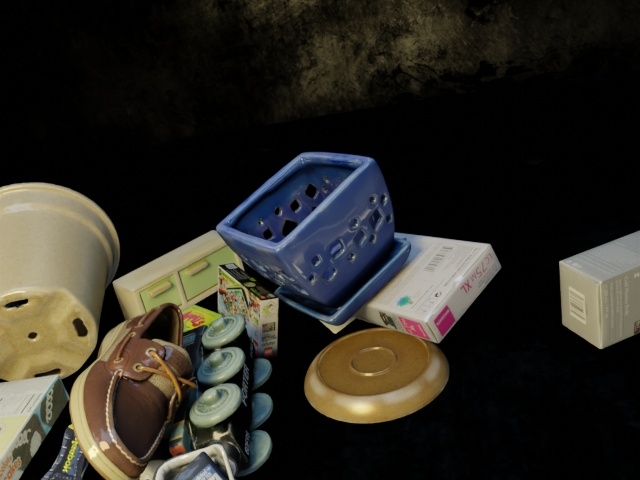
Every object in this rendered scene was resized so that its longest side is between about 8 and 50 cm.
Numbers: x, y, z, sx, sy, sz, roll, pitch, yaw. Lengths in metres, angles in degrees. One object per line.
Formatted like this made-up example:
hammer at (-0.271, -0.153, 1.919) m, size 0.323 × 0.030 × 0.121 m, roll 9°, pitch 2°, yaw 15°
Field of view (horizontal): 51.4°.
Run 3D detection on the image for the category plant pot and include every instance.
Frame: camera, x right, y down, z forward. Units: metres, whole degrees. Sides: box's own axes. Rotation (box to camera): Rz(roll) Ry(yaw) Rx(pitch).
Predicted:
plant pot at (0.000, 0.000, 1.152) m, size 0.236 × 0.212 × 0.236 m, roll -43°, pitch 28°, yaw -19°
plant pot at (-0.556, 0.101, 1.301) m, size 0.334 × 0.333 × 0.305 m, roll -17°, pitch 35°, yaw -11°
plant pot at (0.086, 0.203, 1.071) m, size 0.236 × 0.032 × 0.236 m, roll -10°, pitch 23°, yaw 4°

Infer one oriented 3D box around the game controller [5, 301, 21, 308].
game controller at (-0.776, 0.224, 1.419) m, size 0.166 × 0.067 × 0.319 m, roll -21°, pitch 20°, yaw 16°

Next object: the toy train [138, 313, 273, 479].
toy train at (-0.178, 0.242, 0.997) m, size 0.190 × 0.142 × 0.334 m, roll -23°, pitch 25°, yaw 7°

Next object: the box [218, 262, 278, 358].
box at (-0.139, 0.126, 1.243) m, size 0.036 × 0.114 × 0.207 m, roll -7°, pitch 18°, yaw -29°

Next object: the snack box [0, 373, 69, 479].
snack box at (-0.546, 0.337, 1.033) m, size 0.187 × 0.060 × 0.322 m, roll -9°, pitch 24°, yaw 9°

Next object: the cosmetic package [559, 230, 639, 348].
cosmetic package at (0.510, 0.064, 1.067) m, size 0.238 × 0.127 × 0.107 m, roll -19°, pitch 24°, yaw -12°

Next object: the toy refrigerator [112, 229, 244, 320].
toy refrigerator at (-0.297, 0.082, 1.438) m, size 0.094 × 0.102 × 0.269 m, roll 13°, pitch 33°, yaw 44°

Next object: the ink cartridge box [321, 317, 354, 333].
ink cartridge box at (0.087, 0.093, 1.323) m, size 0.232 × 0.066 × 0.189 m, roll -41°, pitch 31°, yaw -11°

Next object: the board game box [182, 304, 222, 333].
board game box at (-0.279, 0.190, 1.257) m, size 0.092 × 0.043 × 0.181 m, roll 12°, pitch 33°, yaw 43°

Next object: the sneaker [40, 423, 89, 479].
sneaker at (-0.367, 0.339, 0.963) m, size 0.053 × 0.059 × 0.144 m, roll 20°, pitch 43°, yaw -4°

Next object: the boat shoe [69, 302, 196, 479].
boat shoe at (-0.232, 0.180, 0.889) m, size 0.123 × 0.123 × 0.342 m, roll -36°, pitch 17°, yaw 6°

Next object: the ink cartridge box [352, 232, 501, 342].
ink cartridge box at (0.142, 0.069, 1.184) m, size 0.186 × 0.065 × 0.311 m, roll -45°, pitch 31°, yaw -23°

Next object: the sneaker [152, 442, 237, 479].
sneaker at (-0.076, 0.322, 0.727) m, size 0.282 × 0.153 × 0.099 m, roll 6°, pitch 30°, yaw 36°
